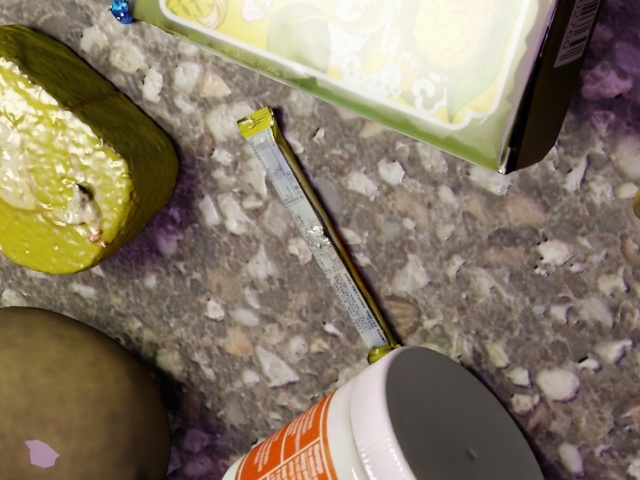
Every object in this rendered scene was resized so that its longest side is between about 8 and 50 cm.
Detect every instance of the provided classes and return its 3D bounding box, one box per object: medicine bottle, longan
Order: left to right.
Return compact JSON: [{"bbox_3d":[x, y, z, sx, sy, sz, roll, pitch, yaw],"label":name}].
[{"bbox_3d":[-0.317,0.217,1.859,0.319,0.319,0.318,7,110,19],"label":"longan"},{"bbox_3d":[0.061,0.268,1.753,0.241,0.252,0.252,-37,92,28],"label":"medicine bottle"}]

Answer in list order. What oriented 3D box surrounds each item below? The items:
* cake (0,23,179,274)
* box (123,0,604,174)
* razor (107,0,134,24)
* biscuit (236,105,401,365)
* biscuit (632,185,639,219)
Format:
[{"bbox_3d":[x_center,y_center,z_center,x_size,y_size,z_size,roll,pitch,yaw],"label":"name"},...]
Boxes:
[{"bbox_3d":[-0.288,-0.089,1.823,0.260,0.156,0.179,41,111,5],"label":"cake"},{"bbox_3d":[0.063,-0.306,1.567,0.420,0.138,0.373,25,112,22],"label":"box"},{"bbox_3d":[-0.303,-0.342,1.791,0.324,0.056,0.093,38,119,6],"label":"razor"},{"bbox_3d":[0.000,0.000,1.810,0.048,0.026,0.292,-25,98,30],"label":"biscuit"},{"bbox_3d":[0.402,-0.065,1.621,0.208,0.047,0.164,19,111,14],"label":"biscuit"}]
